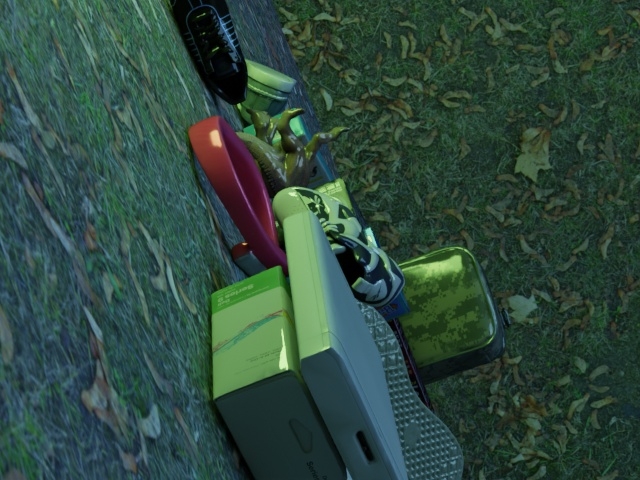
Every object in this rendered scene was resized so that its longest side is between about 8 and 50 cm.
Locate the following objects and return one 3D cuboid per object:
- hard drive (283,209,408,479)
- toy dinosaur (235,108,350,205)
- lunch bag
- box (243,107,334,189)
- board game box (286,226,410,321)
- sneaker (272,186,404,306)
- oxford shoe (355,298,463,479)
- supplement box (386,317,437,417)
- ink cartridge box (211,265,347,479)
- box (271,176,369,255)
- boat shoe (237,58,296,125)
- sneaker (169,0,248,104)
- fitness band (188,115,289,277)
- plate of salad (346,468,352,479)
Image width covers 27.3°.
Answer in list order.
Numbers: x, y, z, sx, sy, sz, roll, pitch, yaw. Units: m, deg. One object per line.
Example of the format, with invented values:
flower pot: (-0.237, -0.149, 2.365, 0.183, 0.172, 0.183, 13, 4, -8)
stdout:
hard drive: (0.028, 0.134, 1.441, 0.353, 0.047, 0.233, -101, 168, -67)
toy dinosaur: (-0.054, -0.098, 2.078, 0.295, 0.127, 0.200, 15, 81, -66)
lunch bag: (0.180, 0.164, 2.371, 0.256, 0.305, 0.213, 47, 25, -64)
box: (-0.045, -0.127, 2.285, 0.244, 0.100, 0.060, 59, 11, -59)
board game box: (0.036, 0.075, 2.040, 0.210, 0.160, 0.047, 61, 10, -55)
sneaker: (0.001, 0.002, 1.842, 0.235, 0.094, 0.153, 49, 14, 19)
oxford shoe: (0.067, 0.240, 1.989, 0.130, 0.169, 0.449, 8, -38, 45)
supplement box: (0.092, 0.216, 2.194, 0.073, 0.130, 0.239, -43, 111, -83)
ink cartridge box: (-0.046, 0.151, 1.391, 0.212, 0.093, 0.154, -104, 170, -62)
box: (0.000, 0.000, 2.034, 0.180, 0.147, 0.077, 60, 10, -59)
boat shoe: (-0.109, -0.262, 2.360, 0.319, 0.116, 0.099, -114, -135, -79)
sneaker: (-0.160, -0.303, 1.968, 0.232, 0.081, 0.090, 64, 1, -48)
fitness band: (-0.103, -0.054, 1.769, 0.291, 0.054, 0.209, 53, 17, -72)
plate of salad: (0.030, 0.332, 1.646, 0.200, 0.048, 0.200, -20, 90, -85)
